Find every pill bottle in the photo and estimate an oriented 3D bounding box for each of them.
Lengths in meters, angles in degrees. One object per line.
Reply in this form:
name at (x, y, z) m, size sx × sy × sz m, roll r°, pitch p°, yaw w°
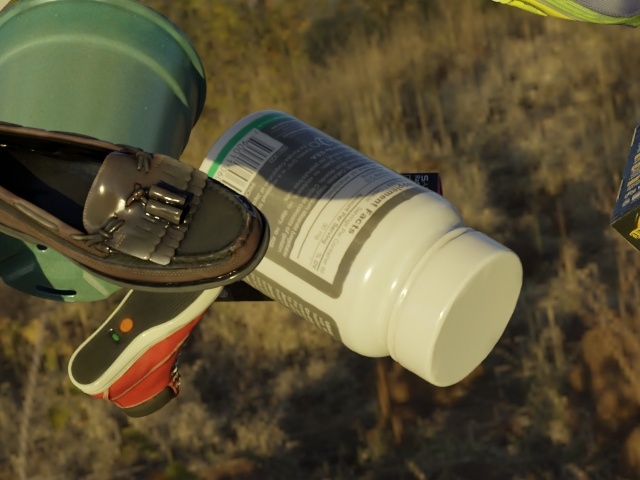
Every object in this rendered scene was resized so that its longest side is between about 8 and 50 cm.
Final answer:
pill bottle at (0.037, 0.008, 1.619) m, size 0.361 × 0.204 × 0.204 m, roll 31°, pitch 37°, yaw 30°

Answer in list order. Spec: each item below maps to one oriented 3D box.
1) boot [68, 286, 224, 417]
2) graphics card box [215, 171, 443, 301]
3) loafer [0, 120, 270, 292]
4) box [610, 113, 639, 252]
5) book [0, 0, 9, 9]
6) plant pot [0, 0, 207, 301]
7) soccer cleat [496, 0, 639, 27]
boot at (-0.199, 0.131, 1.875) m, size 0.244 × 0.176 × 0.088 m, roll -42°, pitch 56°, yaw 2°
graphics card box at (0.000, 0.000, 2.060) m, size 0.371 × 0.233 × 0.094 m, roll -2°, pitch 59°, yaw 7°
loafer at (-0.189, -0.035, 1.157) m, size 0.302 × 0.095 × 0.109 m, roll 14°, pitch 68°, yaw 25°
box at (0.515, -0.148, 1.743) m, size 0.322 × 0.079 × 0.257 m, roll -38°, pitch 17°, yaw 43°
book at (-0.536, -0.403, 2.220) m, size 0.035 × 0.096 × 0.144 m, roll 20°, pitch 66°, yaw 40°
plant pot at (-0.340, -0.117, 1.976) m, size 0.341 × 0.341 × 0.334 m, roll -9°, pitch 47°, yaw 10°
soccer cleat at (0.164, -0.246, 1.284) m, size 0.289 × 0.121 × 0.093 m, roll 13°, pitch 67°, yaw 21°
